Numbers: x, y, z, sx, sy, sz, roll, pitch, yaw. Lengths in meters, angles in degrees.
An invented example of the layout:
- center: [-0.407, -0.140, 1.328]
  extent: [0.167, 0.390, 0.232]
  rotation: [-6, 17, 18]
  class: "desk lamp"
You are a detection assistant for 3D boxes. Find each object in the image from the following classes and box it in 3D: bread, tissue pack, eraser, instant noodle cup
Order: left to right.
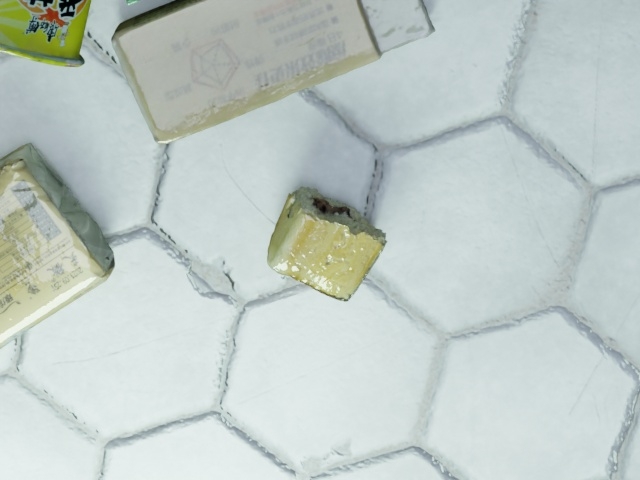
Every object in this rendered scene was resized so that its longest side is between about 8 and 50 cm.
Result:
- center: [-0.344, -0.321, 1.818]
  extent: [0.264, 0.264, 0.200]
  rotation: [20, 102, -7]
  class: "instant noodle cup"
- center: [-0.376, 0.018, 2.010]
  extent: [0.222, 0.090, 0.186]
  rotation: [-35, 103, 9]
  class: "tissue pack"
- center: [-0.054, -0.238, 1.936]
  extent: [0.343, 0.078, 0.144]
  rotation: [-21, 108, 5]
  class: "eraser"
- center: [0.001, 0.001, 2.016]
  extent: [0.125, 0.082, 0.106]
  rotation: [24, 117, -19]
  class: "bread"

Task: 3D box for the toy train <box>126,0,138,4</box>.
- center: [-0.155, -0.322, 1.905]
  extent: [0.149, 0.081, 0.099]
  rotation: [-20, 106, 6]
  class: "toy train"
